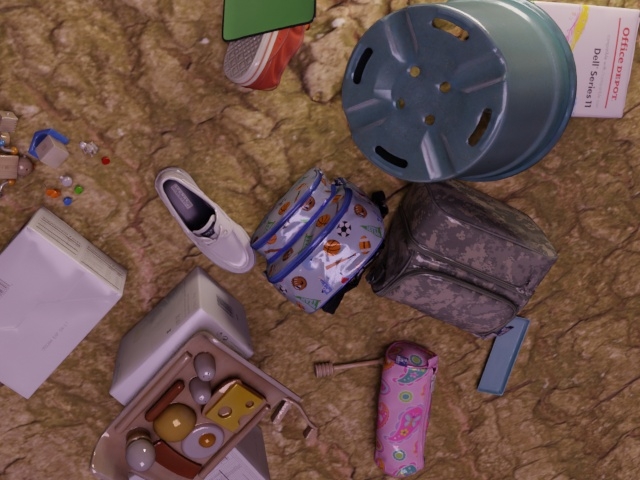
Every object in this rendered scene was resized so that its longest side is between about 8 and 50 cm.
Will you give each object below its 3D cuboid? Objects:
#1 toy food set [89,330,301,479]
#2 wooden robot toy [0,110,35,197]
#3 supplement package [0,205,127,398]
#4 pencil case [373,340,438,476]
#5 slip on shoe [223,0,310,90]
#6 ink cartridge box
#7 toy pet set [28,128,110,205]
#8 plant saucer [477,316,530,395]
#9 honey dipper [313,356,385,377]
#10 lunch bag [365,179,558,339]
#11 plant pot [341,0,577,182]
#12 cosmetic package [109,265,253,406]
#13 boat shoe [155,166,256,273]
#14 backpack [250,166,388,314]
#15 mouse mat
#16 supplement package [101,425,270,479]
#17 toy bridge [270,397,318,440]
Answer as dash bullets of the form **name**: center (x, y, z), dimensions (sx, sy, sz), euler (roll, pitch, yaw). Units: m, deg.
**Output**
- **toy food set**: center (-0.207, 0.321, 1.167), dimensions (0.306, 0.092, 0.219), euler (-46, 119, 6)
- **wooden robot toy**: center (-0.552, -0.144, 1.224), dimensions (0.079, 0.076, 0.173), euler (-3, 111, -47)
- **supplement package**: center (-0.520, 0.109, 1.249), dimensions (0.204, 0.145, 0.262), euler (42, 95, -19)
- **pencil case**: center (0.183, 0.360, 1.473), dimensions (0.124, 0.124, 0.284), euler (2, 107, -11)
- **slip on shoe**: center (-0.060, -0.417, 1.213), dimensions (0.101, 0.123, 0.331), euler (20, 97, -51)
- **ink cartridge box**: center (0.473, -0.345, 1.319), dimensions (0.353, 0.119, 0.207), euler (0, 106, -11)
- **toy pet set**: center (-0.469, -0.145, 1.242), dimensions (0.122, 0.065, 0.114), euler (-44, 144, 7)
- **plant saucer**: center (0.408, 0.256, 1.541), dimensions (0.067, 0.018, 0.192), euler (13, 103, -14)
- **honey dipper**: center (0.066, 0.270, 1.474), dimensions (0.160, 0.030, 0.031), euler (-5, 107, -13)
- **lunch bag**: center (0.274, 0.045, 1.361), dimensions (0.305, 0.213, 0.256), euler (21, 118, -15)
- **plant pot**: center (0.216, -0.239, 1.116), dimensions (0.341, 0.334, 0.341), euler (8, 107, 26)
- **cosmetic package**: center (-0.260, 0.198, 1.284), dimensions (0.224, 0.224, 0.138), euler (-44, 110, 4)
- **boat shoe**: center (-0.218, -0.026, 1.299), dimensions (0.095, 0.084, 0.258), euler (-44, 109, 4)
- **backpack**: center (0.000, 0.000, 1.255), dimensions (0.213, 0.263, 0.276), euler (35, 98, -18)
- **mouse mat**: center (-0.087, -0.421, 1.163), dimensions (0.189, 0.007, 0.153), euler (-3, 79, 29)
- **supplement package**: center (-0.268, 0.447, 1.370), dimensions (0.262, 0.199, 0.198), euler (-37, 109, 2)
- **toy bridge**: center (-0.084, 0.364, 1.473), dimensions (0.188, 0.026, 0.063), euler (32, 96, -18)
